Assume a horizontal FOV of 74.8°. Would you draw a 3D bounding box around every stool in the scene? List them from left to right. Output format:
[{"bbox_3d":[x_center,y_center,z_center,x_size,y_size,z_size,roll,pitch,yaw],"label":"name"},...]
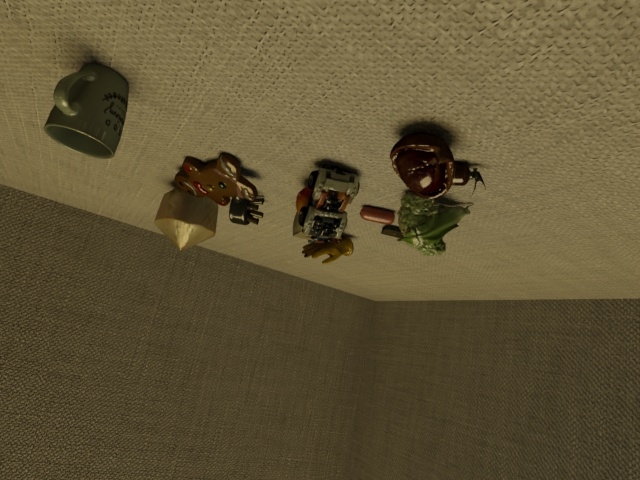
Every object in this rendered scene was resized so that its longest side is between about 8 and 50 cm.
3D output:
[{"bbox_3d":[-0.352,-0.155,1.968,0.140,0.153,0.228,10,164,7],"label":"stool"}]

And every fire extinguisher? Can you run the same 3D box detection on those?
[{"bbox_3d":[0.411,-0.198,1.346,0.231,0.099,0.071,7,-174,22],"label":"fire extinguisher"}]

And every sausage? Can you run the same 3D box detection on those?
[{"bbox_3d":[0.250,-0.110,1.844,0.154,0.062,0.062,12,165,2],"label":"sausage"}]

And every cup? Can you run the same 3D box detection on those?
[{"bbox_3d":[-0.670,-0.396,1.206,0.187,0.233,0.258,13,166,-3],"label":"cup"}]

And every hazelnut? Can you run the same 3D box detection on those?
[{"bbox_3d":[0.294,-0.222,1.215,0.202,0.160,0.170,25,134,-28],"label":"hazelnut"}]

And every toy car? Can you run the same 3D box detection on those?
[{"bbox_3d":[0.035,-0.128,1.571,0.193,0.301,0.118,8,-156,-21],"label":"toy car"}]

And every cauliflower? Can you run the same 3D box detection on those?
[{"bbox_3d":[0.436,-0.075,1.610,0.316,0.256,0.239,-17,162,-7],"label":"cauliflower"}]

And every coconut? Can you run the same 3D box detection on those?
[{"bbox_3d":[-0.661,-0.100,2.090,0.329,0.328,0.329,11,165,3],"label":"coconut"}]

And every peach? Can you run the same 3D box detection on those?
[{"bbox_3d":[-0.015,-0.145,1.724,0.198,0.197,0.197,11,165,3],"label":"peach"}]

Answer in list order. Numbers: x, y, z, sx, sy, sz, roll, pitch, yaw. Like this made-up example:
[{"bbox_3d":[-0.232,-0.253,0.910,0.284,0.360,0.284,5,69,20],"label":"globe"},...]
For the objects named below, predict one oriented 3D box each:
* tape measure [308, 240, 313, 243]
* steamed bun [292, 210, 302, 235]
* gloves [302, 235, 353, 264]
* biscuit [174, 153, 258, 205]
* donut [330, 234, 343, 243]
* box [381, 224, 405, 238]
[{"bbox_3d":[0.000,0.000,2.384,0.125,0.080,0.146,-18,153,29],"label":"tape measure"},{"bbox_3d":[-0.036,-0.093,1.927,0.147,0.164,0.242,15,169,-14],"label":"steamed bun"},{"bbox_3d":[0.028,0.051,2.253,0.295,0.116,0.133,-11,-162,-35],"label":"gloves"},{"bbox_3d":[-0.474,-0.238,1.795,0.433,0.064,0.283,1,144,33],"label":"biscuit"},{"bbox_3d":[0.006,-0.056,2.160,0.231,0.095,0.216,3,161,28],"label":"donut"},{"bbox_3d":[0.366,-0.043,2.050,0.126,0.031,0.091,13,165,-4],"label":"box"}]
